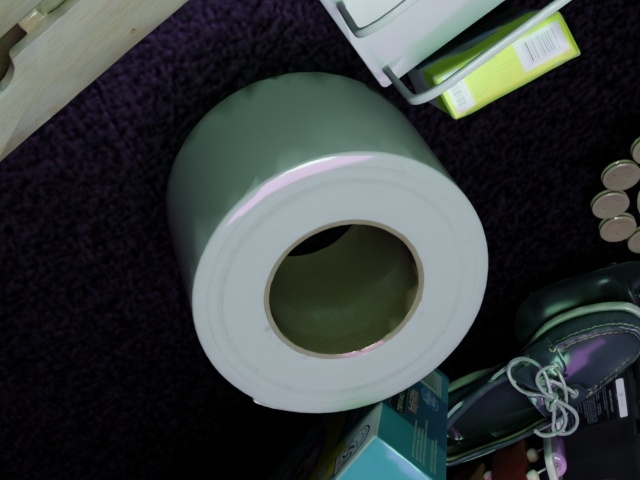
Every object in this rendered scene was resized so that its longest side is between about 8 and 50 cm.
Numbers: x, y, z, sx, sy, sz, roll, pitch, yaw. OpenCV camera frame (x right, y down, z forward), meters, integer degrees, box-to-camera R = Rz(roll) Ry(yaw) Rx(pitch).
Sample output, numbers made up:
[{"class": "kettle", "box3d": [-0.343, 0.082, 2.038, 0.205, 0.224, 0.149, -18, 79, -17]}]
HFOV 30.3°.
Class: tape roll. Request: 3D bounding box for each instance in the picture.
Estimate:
[{"class": "tape roll", "box3d": [0.000, 0.000, 0.998, 0.246, 0.169, 0.246, -7, 120, -12]}]

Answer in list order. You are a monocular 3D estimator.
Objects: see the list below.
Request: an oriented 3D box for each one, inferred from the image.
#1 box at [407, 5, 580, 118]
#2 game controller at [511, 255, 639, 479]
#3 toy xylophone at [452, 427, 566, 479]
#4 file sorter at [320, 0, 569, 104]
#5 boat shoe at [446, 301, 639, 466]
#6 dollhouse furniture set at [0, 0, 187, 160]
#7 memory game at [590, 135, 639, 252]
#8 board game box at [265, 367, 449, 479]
[{"class": "box", "box3d": [0.132, -0.147, 0.956, 0.109, 0.178, 0.042, -28, 103, 2]}, {"class": "game controller", "box3d": [0.300, 0.161, 1.251, 0.166, 0.067, 0.319, -11, 122, 7]}, {"class": "toy xylophone", "box3d": [0.119, 0.304, 1.174, 0.322, 0.236, 0.081, -30, 92, 4]}, {"class": "file sorter", "box3d": [0.053, -0.258, 0.824, 0.193, 0.173, 0.278, -36, 108, 7]}, {"class": "boat shoe", "box3d": [0.209, 0.145, 1.154, 0.254, 0.079, 0.095, -28, 110, 24]}, {"class": "dollhouse furniture set", "box3d": [-0.290, -0.212, 0.694, 0.256, 0.362, 0.394, -40, 152, 7]}, {"class": "memory game", "box3d": [0.350, -0.051, 1.128, 0.186, 0.012, 0.186, -4, 138, -4]}, {"class": "board game box", "box3d": [-0.017, 0.269, 1.096, 0.079, 0.254, 0.336, 39, 105, -4]}]
